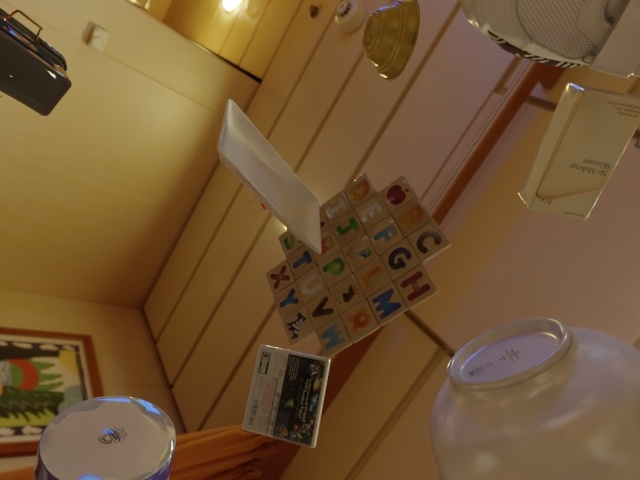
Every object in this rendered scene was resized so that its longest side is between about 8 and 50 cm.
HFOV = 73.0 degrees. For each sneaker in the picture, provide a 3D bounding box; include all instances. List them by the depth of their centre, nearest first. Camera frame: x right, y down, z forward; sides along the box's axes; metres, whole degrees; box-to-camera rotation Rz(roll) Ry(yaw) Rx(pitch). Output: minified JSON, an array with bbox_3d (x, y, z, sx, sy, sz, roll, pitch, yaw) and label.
[{"bbox_3d":[0.307,-0.178,0.335,0.210,0.365,0.138,-101,-160,-55],"label":"sneaker"}]

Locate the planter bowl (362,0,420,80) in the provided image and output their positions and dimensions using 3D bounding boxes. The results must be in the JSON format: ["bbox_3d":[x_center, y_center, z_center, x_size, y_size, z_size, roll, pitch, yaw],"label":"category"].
[{"bbox_3d":[0.172,-0.552,1.169,0.217,0.090,0.217,-176,-90,-71],"label":"planter bowl"}]

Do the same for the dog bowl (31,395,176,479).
[{"bbox_3d":[-0.447,0.454,0.912,0.265,0.264,0.104,33,-68,46],"label":"dog bowl"}]

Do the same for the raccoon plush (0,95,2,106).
[{"bbox_3d":[-0.522,-0.073,0.437,0.216,0.299,0.447,-50,-133,26],"label":"raccoon plush"}]

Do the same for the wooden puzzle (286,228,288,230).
[{"bbox_3d":[0.000,0.000,1.412,0.348,0.080,0.322,38,-33,47],"label":"wooden puzzle"}]

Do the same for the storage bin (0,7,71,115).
[{"bbox_3d":[-0.362,-0.215,0.509,0.098,0.135,0.091,-51,-125,1],"label":"storage bin"}]

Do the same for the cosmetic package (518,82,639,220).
[{"bbox_3d":[0.650,-0.221,1.098,0.113,0.160,0.310,-77,177,-60],"label":"cosmetic package"}]

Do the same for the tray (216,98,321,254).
[{"bbox_3d":[-0.082,-0.097,0.730,0.030,0.270,0.145,-24,-137,22],"label":"tray"}]

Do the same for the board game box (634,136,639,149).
[{"bbox_3d":[0.675,-0.224,0.745,0.211,0.039,0.160,-101,-144,-75],"label":"board game box"}]

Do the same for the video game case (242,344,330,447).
[{"bbox_3d":[-0.077,0.346,0.978,0.173,0.022,0.191,7,-104,16],"label":"video game case"}]

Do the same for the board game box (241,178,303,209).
[{"bbox_3d":[-0.100,-0.098,0.991,0.133,0.169,0.033,-21,-81,15],"label":"board game box"}]

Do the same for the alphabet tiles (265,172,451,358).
[{"bbox_3d":[0.051,0.037,0.803,0.342,0.011,0.285,-35,-126,15],"label":"alphabet tiles"}]

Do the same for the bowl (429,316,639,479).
[{"bbox_3d":[0.240,0.180,0.493,0.297,0.297,0.134,-28,-90,36],"label":"bowl"}]
